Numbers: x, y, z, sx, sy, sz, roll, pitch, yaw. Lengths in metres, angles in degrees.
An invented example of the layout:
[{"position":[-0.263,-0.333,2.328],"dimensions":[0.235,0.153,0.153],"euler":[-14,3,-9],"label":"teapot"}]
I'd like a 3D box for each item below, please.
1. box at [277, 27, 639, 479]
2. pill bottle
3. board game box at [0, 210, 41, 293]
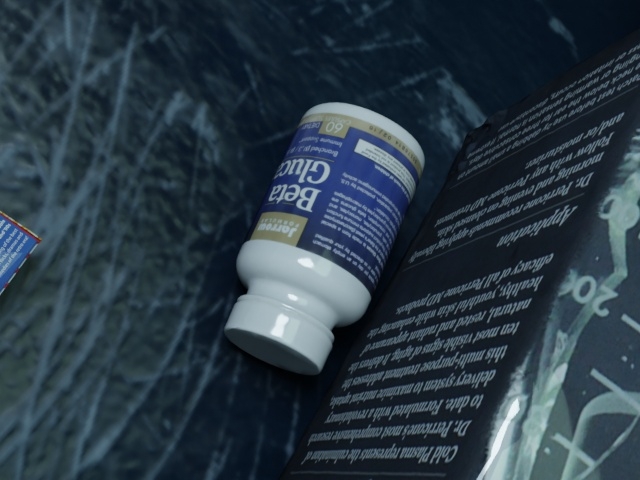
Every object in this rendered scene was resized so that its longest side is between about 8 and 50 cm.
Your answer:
[{"position":[0.237,0.206,0.631],"dimensions":[0.480,0.297,0.471],"euler":[34,70,-10],"label":"box"},{"position":[0.000,0.000,0.689],"dimensions":[0.094,0.094,0.169],"euler":[32,68,-21],"label":"pill bottle"},{"position":[-0.279,0.003,0.562],"dimensions":[0.193,0.045,0.146],"euler":[39,66,-18],"label":"board game box"}]
